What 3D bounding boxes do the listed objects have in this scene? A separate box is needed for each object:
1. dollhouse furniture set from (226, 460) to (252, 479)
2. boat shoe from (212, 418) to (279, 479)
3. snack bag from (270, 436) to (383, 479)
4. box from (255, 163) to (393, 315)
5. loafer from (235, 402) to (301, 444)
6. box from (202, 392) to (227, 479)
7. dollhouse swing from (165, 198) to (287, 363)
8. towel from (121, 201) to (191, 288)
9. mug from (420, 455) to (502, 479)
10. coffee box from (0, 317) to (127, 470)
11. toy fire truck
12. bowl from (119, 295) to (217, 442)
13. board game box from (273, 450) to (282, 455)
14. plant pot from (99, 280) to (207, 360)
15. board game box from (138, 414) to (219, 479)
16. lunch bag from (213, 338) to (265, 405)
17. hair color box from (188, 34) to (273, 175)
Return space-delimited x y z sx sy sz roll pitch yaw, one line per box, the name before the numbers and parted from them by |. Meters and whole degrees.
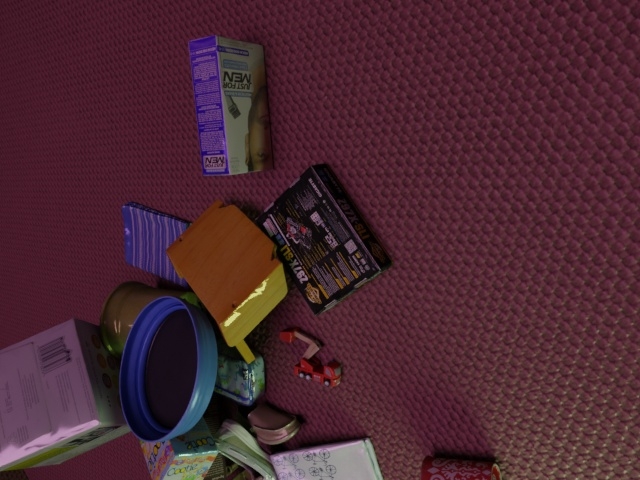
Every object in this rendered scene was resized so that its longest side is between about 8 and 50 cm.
dollhouse furniture set | -0.282 0.769 1.632 0.144 0.123 0.151 51 124 13
boat shoe | -0.210 0.692 1.501 0.320 0.103 0.118 52 142 -12
snack bag | 0.044 0.756 1.415 0.323 0.037 0.342 -18 91 21
box | 0.000 0.000 1.285 0.257 0.079 0.322 -41 78 36
loafer | -0.179 0.566 1.527 0.269 0.102 0.092 -10 101 36
box | -0.433 0.685 1.634 0.191 0.143 0.381 -25 67 36
dollhouse swing | -0.237 0.132 1.441 0.315 0.305 0.347 -45 52 -5
towel | -0.580 0.013 1.707 0.336 0.040 0.243 16 111 30
mug | 0.352 0.589 1.188 0.169 0.150 0.113 -15 56 32
coffee box | -0.808 0.491 1.553 0.338 0.334 0.337 -24 69 -2
toy fire truck | -0.028 0.331 1.401 0.192 0.047 0.135 8 104 32
bowl | -0.427 0.352 1.357 0.391 0.077 0.391 -14 68 38
board game box | -0.094 0.762 1.562 0.104 0.026 0.154 -4 99 35
plant pot | -0.530 0.266 1.619 0.254 0.276 0.276 -5 99 23
board game box | -0.441 0.579 1.458 0.275 0.144 0.142 44 111 45
lunch bag | -0.281 0.427 1.574 0.219 0.090 0.176 12 111 33
hair color box | -0.230 -0.348 1.290 0.110 0.185 0.338 5 104 32
